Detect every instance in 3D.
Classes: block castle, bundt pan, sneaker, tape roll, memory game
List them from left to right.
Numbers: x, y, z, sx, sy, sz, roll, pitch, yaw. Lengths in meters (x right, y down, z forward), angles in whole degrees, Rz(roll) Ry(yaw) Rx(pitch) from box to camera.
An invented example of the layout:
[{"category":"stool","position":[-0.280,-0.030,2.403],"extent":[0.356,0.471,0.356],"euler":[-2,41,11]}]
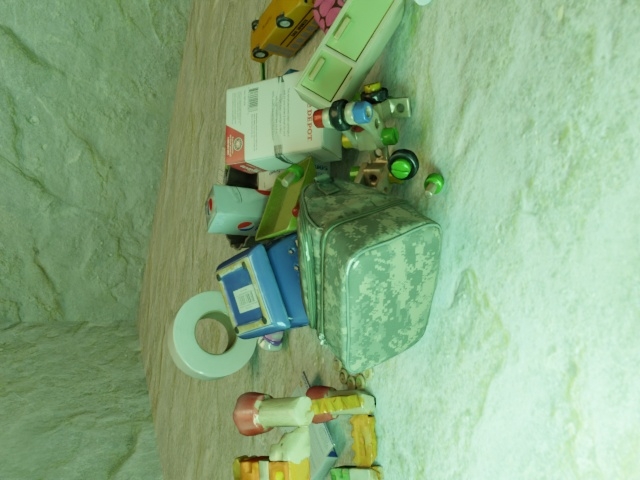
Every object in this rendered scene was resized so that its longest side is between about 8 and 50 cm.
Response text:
[{"category":"tape roll","position":[-0.357,0.314,1.720],"extent":[0.100,0.286,0.286],"euler":[-38,54,54]},{"category":"bundt pan","position":[-0.204,-0.129,1.656],"extent":[0.330,0.124,0.331],"euler":[-10,78,60]},{"category":"sneaker","position":[-0.168,0.230,1.591],"extent":[0.236,0.095,0.105],"euler":[47,120,47]},{"category":"block castle","position":[-0.030,0.529,1.037],"extent":[0.212,0.303,0.454],"euler":[-16,71,37]},{"category":"memory game","position":[0.076,0.260,1.211],"extent":[0.186,0.012,0.186],"euler":[-13,75,61]}]

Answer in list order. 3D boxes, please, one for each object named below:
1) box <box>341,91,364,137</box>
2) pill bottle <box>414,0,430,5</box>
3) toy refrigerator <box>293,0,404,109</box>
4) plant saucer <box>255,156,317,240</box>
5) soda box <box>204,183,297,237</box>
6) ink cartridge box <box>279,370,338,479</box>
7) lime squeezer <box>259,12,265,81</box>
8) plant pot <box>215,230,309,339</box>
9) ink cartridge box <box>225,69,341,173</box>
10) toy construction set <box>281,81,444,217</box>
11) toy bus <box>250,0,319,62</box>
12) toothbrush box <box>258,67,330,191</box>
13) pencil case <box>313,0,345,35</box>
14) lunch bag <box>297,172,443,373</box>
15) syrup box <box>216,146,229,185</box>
[{"category":"box","position":[0.060,-0.306,1.279],"extent":[0.178,0.042,0.109],"euler":[21,105,60]},{"category":"pill bottle","position":[0.194,-0.514,1.055],"extent":[0.043,0.043,0.083],"euler":[-65,36,34]},{"category":"toy refrigerator","position":[0.062,-0.402,1.094],"extent":[0.270,0.102,0.094],"euler":[-57,-10,4]},{"category":"plant saucer","position":[-0.075,-0.087,1.241],"extent":[0.188,0.045,0.189],"euler":[-16,53,59]},{"category":"soda box","position":[-0.160,-0.074,1.398],"extent":[0.091,0.286,0.098],"euler":[-51,42,47]},{"category":"ink cartridge box","position":[-0.029,0.491,1.339],"extent":[0.224,0.045,0.223],"euler":[-64,36,33]},{"category":"lime squeezer","position":[-0.173,-0.699,1.762],"extent":[0.110,0.058,0.311],"euler":[34,119,24]},{"category":"plant pot","position":[-0.109,0.114,1.271],"extent":[0.236,0.212,0.236],"euler":[-24,83,47]},{"category":"ink cartridge box","position":[-0.089,-0.284,1.259],"extent":[0.272,0.114,0.197],"euler":[-4,81,28]},{"category":"toy construction set","position":[0.082,-0.183,1.088],"extent":[0.308,0.257,0.237],"euler":[-27,18,40]},{"category":"toy bus","position":[-0.097,-0.637,1.514],"extent":[0.332,0.130,0.108],"euler":[-21,70,59]},{"category":"toothbrush box","position":[-0.078,-0.286,1.440],"extent":[0.216,0.126,0.296],"euler":[-17,71,58]},{"category":"pencil case","position":[0.049,-0.541,1.283],"extent":[0.098,0.095,0.209],"euler":[-43,49,24]},{"category":"lunch bag","position":[0.062,0.054,0.974],"extent":[0.256,0.212,0.305],"euler":[45,147,46]},{"category":"syrup box","position":[-0.327,-0.221,1.924],"extent":[0.096,0.093,0.237],"euler":[31,113,58]}]
